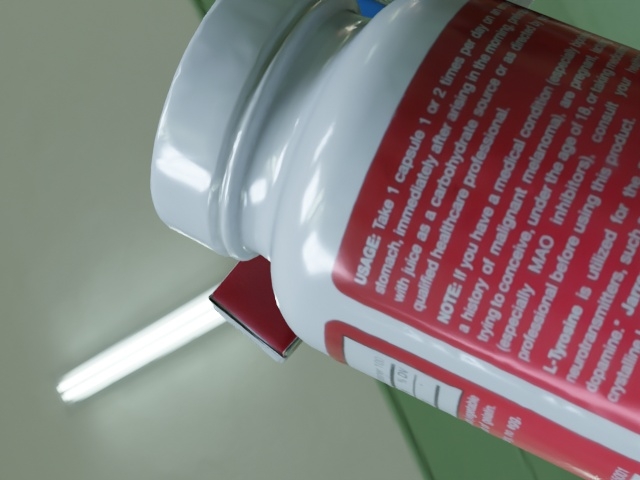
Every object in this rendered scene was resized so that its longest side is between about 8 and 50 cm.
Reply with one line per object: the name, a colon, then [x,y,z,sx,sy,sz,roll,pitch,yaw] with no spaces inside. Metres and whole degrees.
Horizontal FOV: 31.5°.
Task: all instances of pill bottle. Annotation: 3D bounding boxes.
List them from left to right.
pill bottle: [0.121,-0.005,0.641,0.407,0.229,0.229,25,-142,14]

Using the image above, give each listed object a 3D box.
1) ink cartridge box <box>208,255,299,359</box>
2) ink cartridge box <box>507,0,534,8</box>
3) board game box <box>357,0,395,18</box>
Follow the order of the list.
ink cartridge box: [0.000,0.000,1.481,0.130,0.272,0.309,39,-98,2]
ink cartridge box: [0.223,-0.417,1.263,0.198,0.273,0.115,24,-159,-40]
board game box: [0.037,-0.268,1.349,0.308,0.086,0.302,21,-162,-19]
